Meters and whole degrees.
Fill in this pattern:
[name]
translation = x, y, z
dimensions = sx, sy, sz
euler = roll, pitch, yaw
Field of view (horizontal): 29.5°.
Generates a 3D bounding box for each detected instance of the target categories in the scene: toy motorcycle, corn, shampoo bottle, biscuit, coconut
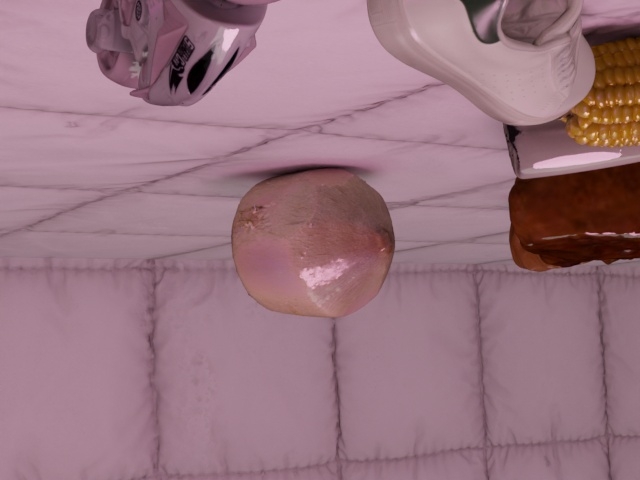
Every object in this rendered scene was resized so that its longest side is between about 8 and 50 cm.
[toy motorcycle]
translation = -0.078, -0.138, 0.743
dimensions = 0.112, 0.112, 0.254
euler = 1, 172, -28
[corn]
translation = 0.324, -0.132, 1.033
dimensions = 0.244, 0.093, 0.093
euler = -6, 174, 0
[shampoo bottle]
translation = 0.315, -0.121, 1.147
dimensions = 0.284, 0.071, 0.153
euler = -6, -159, 8
[biscuit]
translation = 0.425, -0.062, 1.392
dimensions = 0.395, 0.166, 0.342
euler = -2, 176, 15
[coconut]
translation = 0.000, 0.000, 1.681
dimensions = 0.224, 0.224, 0.234
euler = 2, 173, -38

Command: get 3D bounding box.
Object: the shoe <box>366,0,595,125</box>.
[shoe]
translation = 0.149, -0.144, 0.859
dimensions = 0.110, 0.095, 0.265
euler = -8, 169, 41

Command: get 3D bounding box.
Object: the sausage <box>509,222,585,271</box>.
[sausage]
translation = 0.394, -0.022, 1.972
dimensions = 0.120, 0.136, 0.241
euler = 7, 167, -22
